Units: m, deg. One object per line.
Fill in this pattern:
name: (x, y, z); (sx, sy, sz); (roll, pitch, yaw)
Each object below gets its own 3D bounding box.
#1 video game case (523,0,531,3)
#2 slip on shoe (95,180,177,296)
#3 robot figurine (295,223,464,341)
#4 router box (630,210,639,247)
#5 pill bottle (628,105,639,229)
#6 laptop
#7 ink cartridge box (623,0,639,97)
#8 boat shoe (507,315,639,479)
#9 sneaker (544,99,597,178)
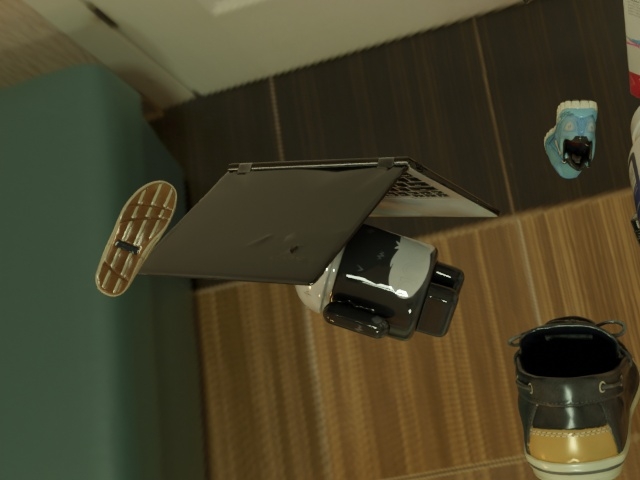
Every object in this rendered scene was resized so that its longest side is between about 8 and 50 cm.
video game case: (0.294, -0.488, 1.442); (0.275, 0.035, 0.248); (-40, 90, 1)
slip on shoe: (-0.198, -0.003, 1.197); (0.051, 0.041, 0.135); (25, 88, -11)
robot figurine: (0.092, 0.068, 1.866); (0.278, 0.209, 0.173); (17, 89, 6)
router box: (0.562, -0.021, 1.870); (0.038, 0.122, 0.092); (-15, 107, 35)
pill bottle: (0.490, -0.073, 1.479); (0.153, 0.153, 0.264); (-13, 44, 17)
laptop: (0.000, 0.000, 1.758); (0.382, 0.408, 0.236); (2, 75, 42)
ink cartridge box: (0.555, -0.364, 1.651); (0.131, 0.306, 0.226); (28, 75, 26)
boat shoe: (0.371, 0.186, 1.634); (0.187, 0.500, 0.156); (-6, 102, 15)
sneaker: (0.330, -0.119, 1.481); (0.063, 0.162, 0.073); (0, 66, 8)
